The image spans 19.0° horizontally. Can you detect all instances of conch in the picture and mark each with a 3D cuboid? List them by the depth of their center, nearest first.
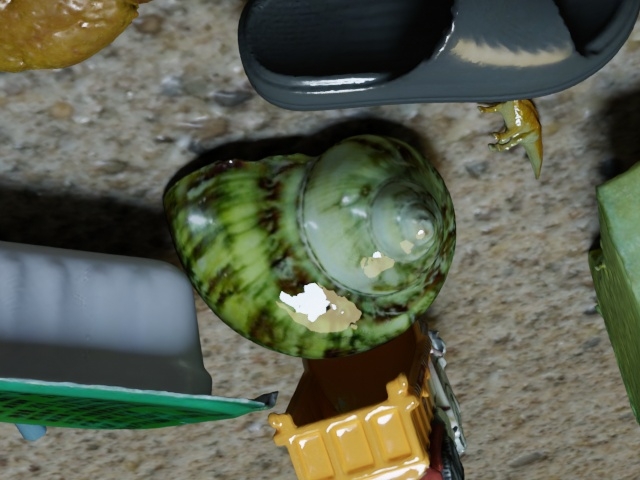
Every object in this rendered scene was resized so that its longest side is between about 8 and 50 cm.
[{"bbox_3d":[0.001,0.002,1.283,0.187,0.124,0.181,19,134,-27],"label":"conch"}]

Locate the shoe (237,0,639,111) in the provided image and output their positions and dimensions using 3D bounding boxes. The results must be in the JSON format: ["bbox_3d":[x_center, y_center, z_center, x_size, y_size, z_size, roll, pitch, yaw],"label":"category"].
[{"bbox_3d":[0.068,-0.140,1.102,0.241,0.108,0.093,-10,153,3],"label":"shoe"}]

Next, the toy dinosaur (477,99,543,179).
[{"bbox_3d":[0.132,-0.070,1.298,0.041,0.026,0.113,-26,139,-11],"label":"toy dinosaur"}]

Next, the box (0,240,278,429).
[{"bbox_3d":[-0.220,0.061,1.276,0.337,0.106,0.264,9,168,-27],"label":"box"}]

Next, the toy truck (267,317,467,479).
[{"bbox_3d":[0.038,0.125,1.383,0.114,0.135,0.270,-17,-173,8],"label":"toy truck"}]

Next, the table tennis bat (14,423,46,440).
[{"bbox_3d":[-0.244,0.112,1.468,0.100,0.019,0.155,-15,145,5],"label":"table tennis bat"}]

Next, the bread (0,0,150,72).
[{"bbox_3d":[-0.111,-0.177,1.013,0.344,0.084,0.124,-34,119,30],"label":"bread"}]

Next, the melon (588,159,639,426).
[{"bbox_3d":[0.288,0.012,1.356,0.226,0.331,0.343,20,162,21],"label":"melon"}]
